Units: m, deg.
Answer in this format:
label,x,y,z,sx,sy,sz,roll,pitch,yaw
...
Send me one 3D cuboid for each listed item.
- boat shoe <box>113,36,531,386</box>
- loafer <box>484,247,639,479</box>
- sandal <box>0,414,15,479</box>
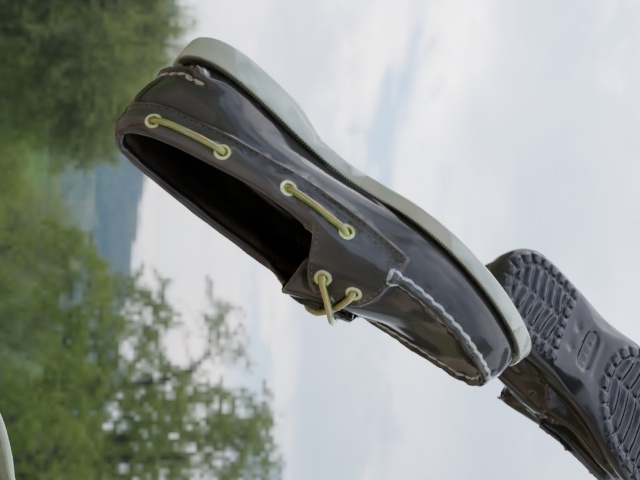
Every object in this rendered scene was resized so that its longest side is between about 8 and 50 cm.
label,x,y,z,sx,sy,sz,roll,pitch,yaw
boat shoe,0.000,0.000,0.686,0.069,0.227,0.081,-47,176,-26
loafer,0.161,0.089,0.917,0.078,0.220,0.080,-10,-143,50
sandal,-0.325,0.280,1.333,0.303,0.120,0.086,68,-23,15
